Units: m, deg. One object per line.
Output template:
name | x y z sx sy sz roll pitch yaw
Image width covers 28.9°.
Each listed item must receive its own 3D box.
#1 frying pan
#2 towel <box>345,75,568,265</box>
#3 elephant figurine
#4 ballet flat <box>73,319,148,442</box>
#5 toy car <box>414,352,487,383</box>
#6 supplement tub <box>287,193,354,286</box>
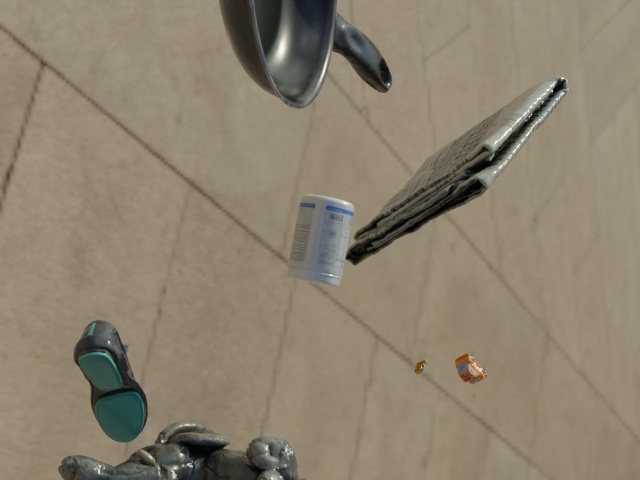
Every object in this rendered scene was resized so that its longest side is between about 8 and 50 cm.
frying pan | -0.008 -0.203 0.942 0.326 0.053 0.197 -30 120 -71
towel | 0.198 -0.111 1.873 0.056 0.312 0.324 51 45 -8
elephant figurine | -0.152 0.279 1.452 0.186 0.239 0.169 85 22 -46
ballet flat | -0.255 0.168 1.526 0.203 0.074 0.074 81 26 -49
toy car | 0.223 0.233 2.142 0.060 0.122 0.040 63 32 -21
supplement tub | 0.000 0.000 1.560 0.071 0.071 0.107 18 83 -62
